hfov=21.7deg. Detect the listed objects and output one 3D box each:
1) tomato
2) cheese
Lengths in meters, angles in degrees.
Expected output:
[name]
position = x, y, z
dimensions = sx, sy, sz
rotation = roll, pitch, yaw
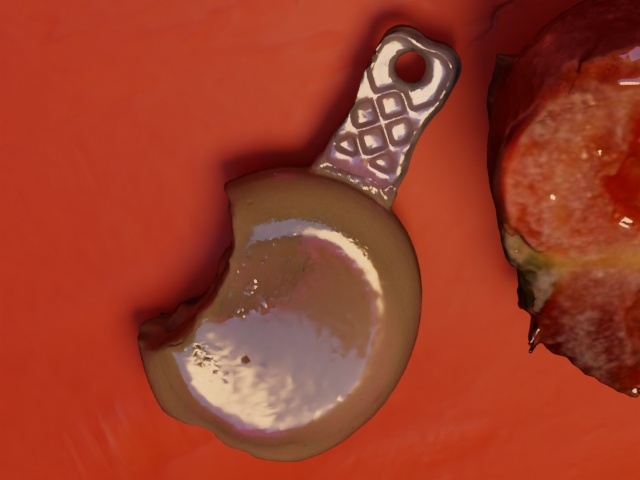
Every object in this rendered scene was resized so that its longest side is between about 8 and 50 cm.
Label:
[tomato]
position = 0.235, -0.054, 0.959
dimensions = 0.308, 0.170, 0.309
rotation = 0, 140, 0
[cheese]
position = 0.000, 0.000, 1.028
dimensions = 0.163, 0.082, 0.286
rotation = 22, 106, -8
